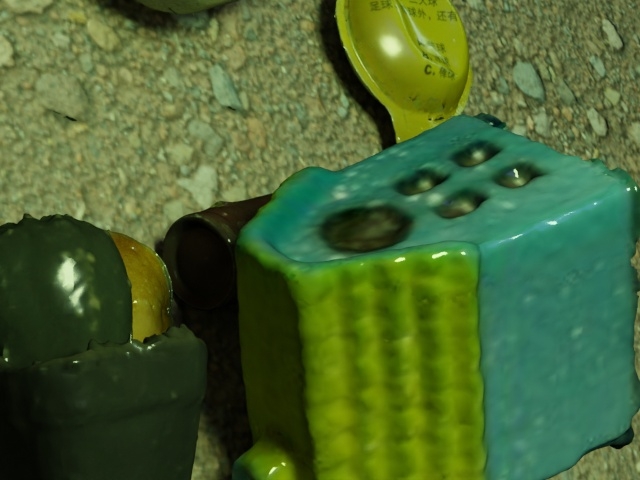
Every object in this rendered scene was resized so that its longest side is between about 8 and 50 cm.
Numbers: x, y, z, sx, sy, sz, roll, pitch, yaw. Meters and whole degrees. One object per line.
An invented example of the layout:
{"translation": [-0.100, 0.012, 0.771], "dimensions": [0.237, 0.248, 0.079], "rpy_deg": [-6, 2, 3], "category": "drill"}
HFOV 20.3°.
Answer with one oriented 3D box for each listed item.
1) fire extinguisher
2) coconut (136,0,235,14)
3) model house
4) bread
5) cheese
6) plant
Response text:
{"translation": [-0.005, 0.005, 1.405], "dimensions": [0.106, 0.075, 0.252], "rpy_deg": [40, 31, 24], "category": "fire extinguisher"}
{"translation": [-0.085, -0.303, 1.415], "dimensions": [0.230, 0.227, 0.227], "rpy_deg": [-31, 90, -51], "category": "coconut"}
{"translation": [0.068, 0.071, 1.291], "dimensions": [0.303, 0.215, 0.237], "rpy_deg": [-23, 122, -31], "category": "model house"}
{"translation": [-0.145, 0.043, 1.279], "dimensions": [0.110, 0.024, 0.110], "rpy_deg": [27, 48, -34], "category": "bread"}
{"translation": [0.085, -0.148, 1.618], "dimensions": [0.177, 0.069, 0.270], "rpy_deg": [2, 68, -46], "category": "cheese"}
{"translation": [-0.159, 0.108, 1.120], "dimensions": [0.142, 0.164, 0.256], "rpy_deg": [-11, 90, -46], "category": "plant"}
